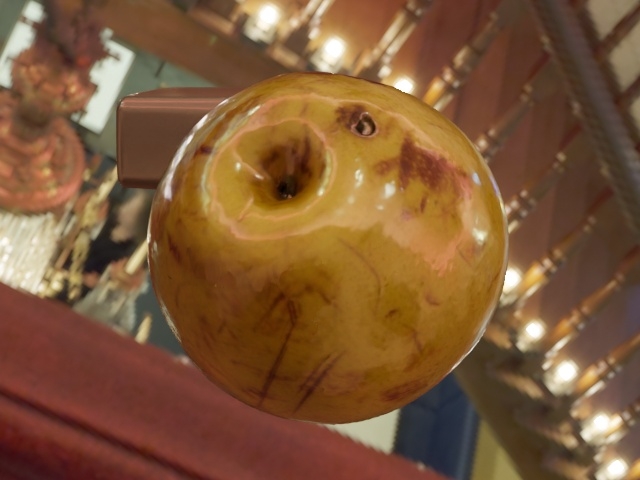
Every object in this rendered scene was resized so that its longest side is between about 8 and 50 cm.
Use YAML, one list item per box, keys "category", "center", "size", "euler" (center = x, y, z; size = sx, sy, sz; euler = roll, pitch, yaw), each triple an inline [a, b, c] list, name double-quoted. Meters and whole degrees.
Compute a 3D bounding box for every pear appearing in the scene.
- category: "pear"
  center: [0.000, 0.000, 1.124]
  size: [0.283, 0.283, 0.283]
  euler: [16, 51, -20]

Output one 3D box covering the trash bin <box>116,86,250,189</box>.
- category: "trash bin"
  center: [-0.048, -0.091, 1.369]
  size: [0.236, 0.101, 0.177]
  euler: [2, 11, 14]
